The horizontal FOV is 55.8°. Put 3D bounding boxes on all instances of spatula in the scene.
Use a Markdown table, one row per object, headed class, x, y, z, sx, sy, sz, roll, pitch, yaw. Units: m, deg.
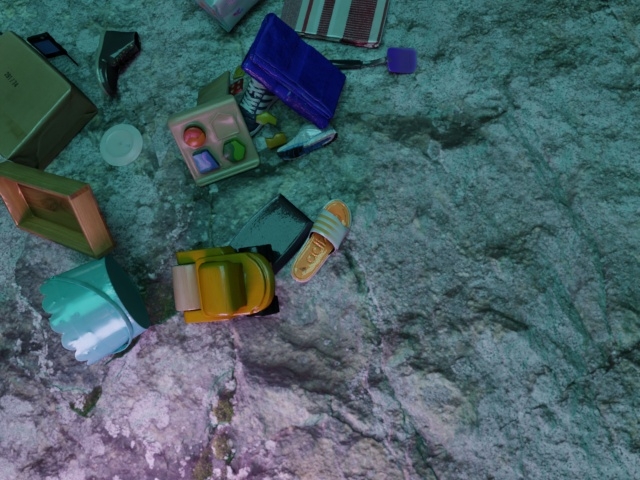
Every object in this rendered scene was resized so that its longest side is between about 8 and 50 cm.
| class | x | y | z | sx | sy | sz | roll | pitch | yaw |
| --- | --- | --- | --- | --- | --- | --- | --- | --- | --- |
| spatula | 0.147 | -0.544 | 1.848 | 0.297 | 0.030 | 0.084 | -3 | 80 | 6 |

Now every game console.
| class | x | y | z | sx | sy | sz | roll | pitch | yaw |
| --- | --- | --- | --- | --- | --- | --- | --- | --- | --- |
| game console | -0.854 | -0.601 | 1.927 | 0.107 | 0.122 | 0.071 | -13 | 76 | 3 |

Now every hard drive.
| class | x | y | z | sx | sy | sz | roll | pitch | yaw |
| --- | --- | --- | --- | --- | --- | --- | --- | --- | --- |
| hard drive | -0.153 | -0.004 | 1.759 | 0.172 | 0.054 | 0.254 | 42 | 86 | 13 |

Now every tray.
| class | x | y | z | sx | sy | sz | roll | pitch | yaw |
| --- | --- | --- | --- | --- | --- | --- | --- | --- | --- |
| tray | -0.759 | -0.094 | 1.700 | 0.411 | 0.202 | 0.076 | 16 | 43 | 34 |

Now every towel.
| class | x | y | z | sx | sy | sz | roll | pitch | yaw |
| --- | --- | --- | --- | --- | --- | --- | --- | --- | --- |
| towel | 0.047 | -0.734 | 1.898 | 0.329 | 0.037 | 0.237 | 11 | 78 | 7 |
| towel | -0.062 | -0.488 | 1.731 | 0.308 | 0.076 | 0.227 | 34 | 59 | -28 |

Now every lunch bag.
| class | x | y | z | sx | sy | sz | roll | pitch | yaw |
| --- | --- | --- | --- | --- | --- | --- | --- | --- | --- |
| lunch bag | -0.316 | -0.829 | 1.898 | 0.223 | 0.160 | 0.262 | -44 | 66 | 0 |

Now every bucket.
| class | x | y | z | sx | sy | sz | roll | pitch | yaw |
| --- | --- | --- | --- | --- | --- | --- | --- | --- | --- |
| bucket | -0.614 | 0.186 | 1.671 | 0.183 | 0.281 | 0.281 | -29 | 77 | -4 |

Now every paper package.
| class | x | y | z | sx | sy | sz | roll | pitch | yaw |
| --- | --- | --- | --- | --- | --- | --- | --- | --- | --- |
| paper package | -0.928 | -0.425 | 1.878 | 0.325 | 0.168 | 0.309 | 40 | 87 | 12 |

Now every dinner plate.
| class | x | y | z | sx | sy | sz | roll | pitch | yaw |
| --- | --- | --- | --- | --- | --- | --- | --- | --- | --- |
| dinner plate | -0.628 | -0.302 | 1.896 | 0.141 | 0.017 | 0.141 | -1 | 79 | 5 |

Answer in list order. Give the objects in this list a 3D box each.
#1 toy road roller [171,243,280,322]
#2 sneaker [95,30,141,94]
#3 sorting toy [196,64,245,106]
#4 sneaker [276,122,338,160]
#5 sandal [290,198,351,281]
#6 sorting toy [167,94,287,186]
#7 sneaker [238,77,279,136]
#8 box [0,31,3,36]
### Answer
| class | x | y | z | sx | sy | sz | roll | pitch | yaw |
| --- | --- | --- | --- | --- | --- | --- | --- | --- | --- |
| toy road roller | -0.279 | 0.119 | 1.619 | 0.330 | 0.240 | 0.202 | -7 | 90 | 19 |
| sneaker | -0.640 | -0.572 | 1.917 | 0.118 | 0.083 | 0.222 | -3 | 77 | 5 |
| sorting toy | -0.310 | -0.435 | 1.841 | 0.275 | 0.046 | 0.132 | -25 | 50 | 30 |
| sneaker | -0.049 | -0.306 | 1.809 | 0.191 | 0.071 | 0.082 | -24 | 70 | -7 |
| sandal | 0.009 | 0.006 | 1.718 | 0.102 | 0.076 | 0.265 | 31 | 86 | -7 |
| sorting toy | -0.268 | -0.305 | 1.782 | 0.307 | 0.041 | 0.229 | -19 | 117 | 3 |
| sneaker | -0.191 | -0.437 | 1.802 | 0.099 | 0.153 | 0.282 | 36 | 85 | 12 |
| box | -1.184 | -0.645 | 2.007 | 0.270 | 0.060 | 0.216 | 33 | 85 | 12 |
